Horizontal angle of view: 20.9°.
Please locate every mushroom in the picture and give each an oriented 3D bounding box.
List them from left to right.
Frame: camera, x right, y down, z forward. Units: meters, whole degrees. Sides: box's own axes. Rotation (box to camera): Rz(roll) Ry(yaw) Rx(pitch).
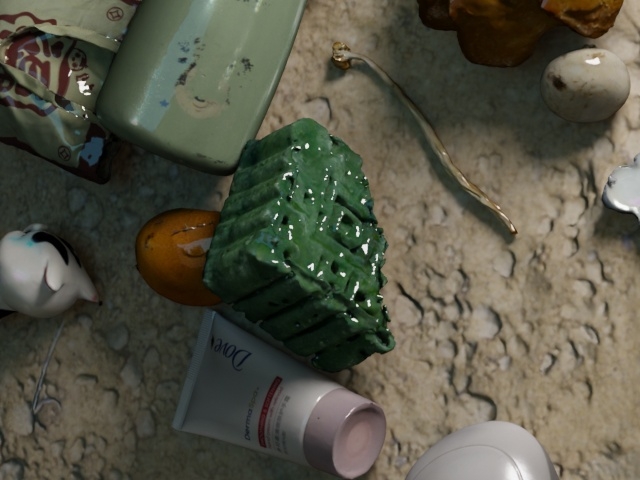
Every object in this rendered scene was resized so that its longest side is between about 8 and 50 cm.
[{"bbox_3d":[0.105,-0.107,1.736,0.286,0.026,0.028,46,122,23],"label":"mushroom"},{"bbox_3d":[0.250,-0.156,1.639,0.085,0.085,0.079,-18,48,26],"label":"mushroom"}]

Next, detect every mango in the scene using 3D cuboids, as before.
[{"bbox_3d":[-0.120,0.016,1.808,0.159,0.084,0.105,-4,88,28],"label":"mango"}]

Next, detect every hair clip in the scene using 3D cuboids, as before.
[{"bbox_3d":[0.349,-0.057,1.584,0.172,0.049,0.116,-42,63,21],"label":"hair clip"}]

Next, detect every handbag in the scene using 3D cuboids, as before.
[{"bbox_3d":[-0.303,-0.190,1.903,0.235,0.127,0.213,19,92,26],"label":"handbag"}]

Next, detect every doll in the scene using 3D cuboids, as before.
[{"bbox_3d":[-0.343,0.036,1.911,0.180,0.110,0.107,-7,83,25],"label":"doll"}]

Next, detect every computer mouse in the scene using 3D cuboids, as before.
[{"bbox_3d":[0.176,0.311,1.598,0.184,0.121,0.297,-26,72,22],"label":"computer mouse"}]

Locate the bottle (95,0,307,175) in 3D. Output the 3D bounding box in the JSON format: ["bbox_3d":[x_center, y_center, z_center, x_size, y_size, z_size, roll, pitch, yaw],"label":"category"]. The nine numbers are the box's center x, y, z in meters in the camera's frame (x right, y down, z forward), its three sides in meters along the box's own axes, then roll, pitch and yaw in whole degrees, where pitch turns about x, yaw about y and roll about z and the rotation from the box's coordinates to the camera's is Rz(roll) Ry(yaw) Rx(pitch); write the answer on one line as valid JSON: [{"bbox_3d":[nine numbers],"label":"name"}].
[{"bbox_3d":[-0.091,-0.247,1.772,0.168,0.168,0.347,29,98,28],"label":"bottle"}]

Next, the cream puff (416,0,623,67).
[{"bbox_3d":[0.196,-0.300,1.638,0.241,0.155,0.269,-2,90,33],"label":"cream puff"}]

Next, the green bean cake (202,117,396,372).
[{"bbox_3d":[0.000,0.000,1.720,0.107,0.193,0.208,-30,36,44],"label":"green bean cake"}]

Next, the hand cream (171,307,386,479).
[{"bbox_3d":[-0.050,0.161,1.765,0.247,0.083,0.133,16,90,38],"label":"hand cream"}]
